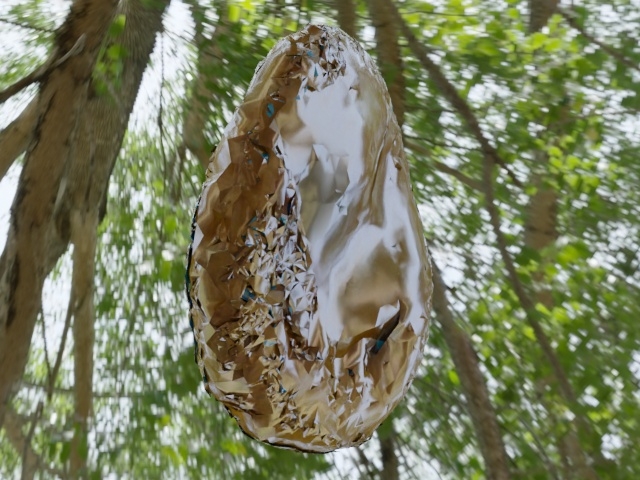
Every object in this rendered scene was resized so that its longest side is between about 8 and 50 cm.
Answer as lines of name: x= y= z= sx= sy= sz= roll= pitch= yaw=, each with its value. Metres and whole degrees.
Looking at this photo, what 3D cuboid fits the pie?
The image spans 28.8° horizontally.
pie: x=-0.001 y=0.001 z=0.777 sx=0.069 sy=0.273 sz=0.273 roll=0 pitch=-76 yaw=30
